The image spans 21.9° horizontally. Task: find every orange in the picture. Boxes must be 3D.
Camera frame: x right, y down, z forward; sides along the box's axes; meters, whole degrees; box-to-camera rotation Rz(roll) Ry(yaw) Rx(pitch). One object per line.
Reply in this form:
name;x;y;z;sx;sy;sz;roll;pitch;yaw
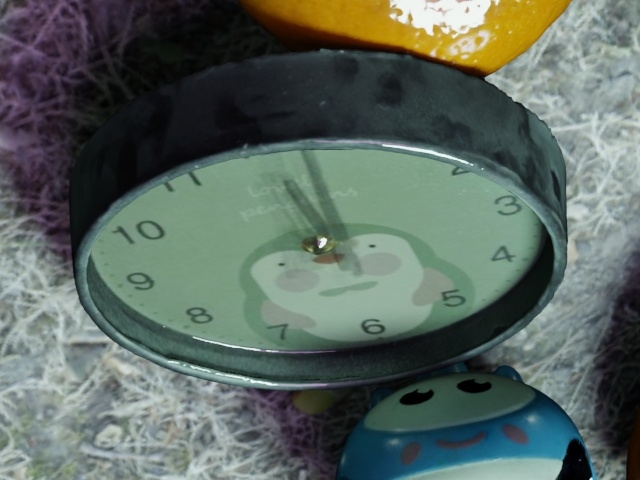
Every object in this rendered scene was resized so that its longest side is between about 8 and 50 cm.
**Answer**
orange;0.050;-0.206;0.974;0.240;0.171;0.240;-5;118;-10

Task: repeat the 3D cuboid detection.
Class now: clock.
clock;-0.001;-0.001;1.041;0.319;0.066;0.319;-2;148;-1

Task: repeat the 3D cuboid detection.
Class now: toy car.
toy car;0.101;0.174;1.184;0.189;0.190;0.255;-12;152;4

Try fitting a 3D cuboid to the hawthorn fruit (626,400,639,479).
hawthorn fruit;0.361;0.173;1.247;0.287;0.287;0.330;7;135;-21
